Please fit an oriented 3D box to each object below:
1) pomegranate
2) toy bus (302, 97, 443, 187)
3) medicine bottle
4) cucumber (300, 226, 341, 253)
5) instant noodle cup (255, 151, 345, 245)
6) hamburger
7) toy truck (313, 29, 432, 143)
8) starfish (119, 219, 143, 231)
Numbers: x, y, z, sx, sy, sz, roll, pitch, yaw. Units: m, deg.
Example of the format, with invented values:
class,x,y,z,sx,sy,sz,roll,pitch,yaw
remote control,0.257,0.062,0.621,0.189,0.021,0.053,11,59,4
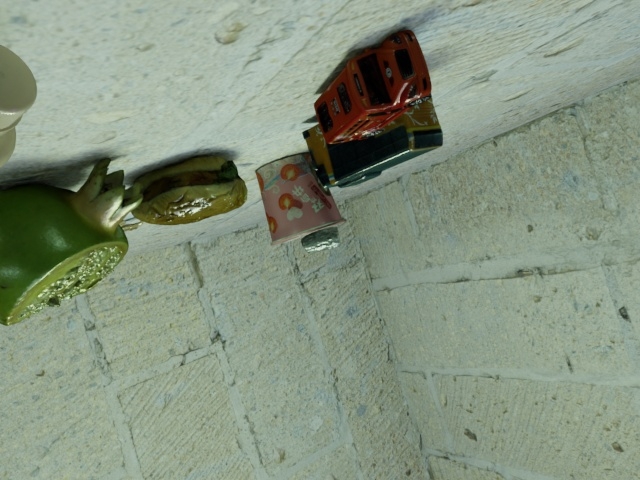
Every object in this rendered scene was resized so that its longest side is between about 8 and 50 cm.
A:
class,x,y,z,sx,sy,sz,roll,pitch,yaw
pomegranate,-0.506,-0.020,0.958,0.358,0.216,0.310,-48,175,7
toy bus,0.106,-0.221,1.085,0.275,0.167,0.138,-17,180,44
medicine bottle,-0.365,-0.105,0.492,0.252,0.114,0.114,-19,179,34
cucumber,0.002,0.000,1.449,0.111,0.064,0.064,-16,180,9
instant noodle cup,-0.070,-0.127,1.547,0.242,0.231,0.243,-18,180,0
hamburger,-0.312,-0.106,1.222,0.265,0.134,0.285,-20,177,9
toy truck,0.080,-0.245,0.859,0.114,0.108,0.252,-18,180,-19
starfish,-0.744,-0.003,1.683,0.299,0.060,0.302,-24,177,-32
